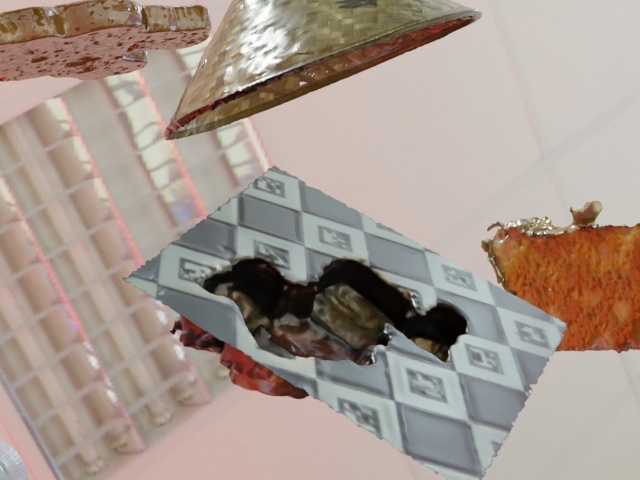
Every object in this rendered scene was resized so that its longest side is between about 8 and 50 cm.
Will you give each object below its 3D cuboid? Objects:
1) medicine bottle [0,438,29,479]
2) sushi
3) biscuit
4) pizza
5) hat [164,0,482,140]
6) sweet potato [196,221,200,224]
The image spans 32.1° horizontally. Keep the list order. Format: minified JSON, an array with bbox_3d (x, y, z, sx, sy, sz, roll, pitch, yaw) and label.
[{"bbox_3d":[-0.417,0.298,1.210,0.139,0.225,0.139,1,-84,7],"label":"medicine bottle"},{"bbox_3d":[0.025,0.069,0.867,0.292,0.294,0.059,-42,-21,-60],"label":"sushi"},{"bbox_3d":[-0.241,-0.199,1.094,0.295,0.186,0.044,-15,-93,-62],"label":"biscuit"},{"bbox_3d":[0.319,0.045,1.379,0.071,0.297,0.189,-1,-87,-44],"label":"pizza"},{"bbox_3d":[-0.010,-0.100,0.477,0.146,0.146,0.067,-24,-86,-32],"label":"hat"},{"bbox_3d":[-0.018,0.046,1.606,0.359,0.112,0.112,21,-102,5],"label":"sweet potato"}]
